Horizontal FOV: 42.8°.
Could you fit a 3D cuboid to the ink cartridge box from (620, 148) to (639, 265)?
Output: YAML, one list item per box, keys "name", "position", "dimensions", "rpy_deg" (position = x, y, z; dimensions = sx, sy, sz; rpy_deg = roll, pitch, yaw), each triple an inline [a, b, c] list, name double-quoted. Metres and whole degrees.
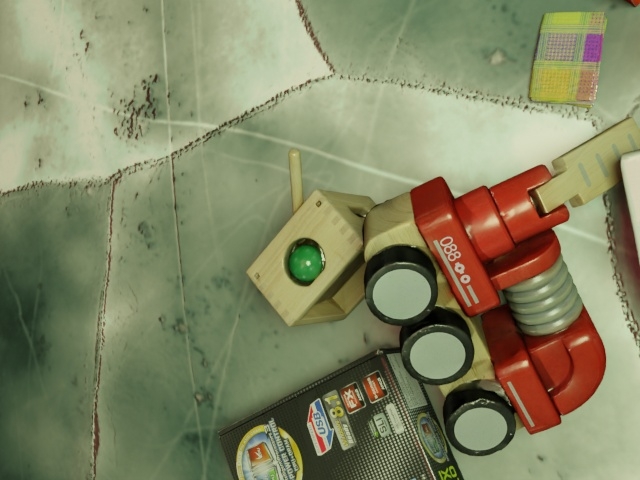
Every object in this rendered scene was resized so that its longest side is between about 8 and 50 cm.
- name: "ink cartridge box"
  position: [0.336, 0.026, 0.604]
  dimensions: [0.181, 0.056, 0.225]
  rpy_deg: [-11, 92, 24]

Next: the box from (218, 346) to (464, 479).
- name: "box"
  position: [0.037, 0.268, 0.786]
  dimensions: [0.216, 0.060, 0.270]
  rpy_deg: [-30, 71, 25]

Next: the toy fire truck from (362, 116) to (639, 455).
- name: "toy fire truck"
  position: [0.179, 0.021, 0.671]
  dimensions: [0.246, 0.158, 0.217]
  rpy_deg: [-26, 111, 14]

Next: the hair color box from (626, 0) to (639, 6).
- name: "hair color box"
  position: [0.273, -0.294, 0.675]
  dimensions: [0.093, 0.053, 0.167]
  rpy_deg: [41, 107, 25]

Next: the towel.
- name: "towel"
  position: [0.220, -0.161, 0.727]
  dimensions: [0.060, 0.009, 0.083]
  rpy_deg: [8, 93, 30]

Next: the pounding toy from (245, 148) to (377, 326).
- name: "pounding toy"
  position: [0.000, 0.000, 0.774]
  dimensions: [0.130, 0.141, 0.100]
  rpy_deg: [-49, 67, 20]
